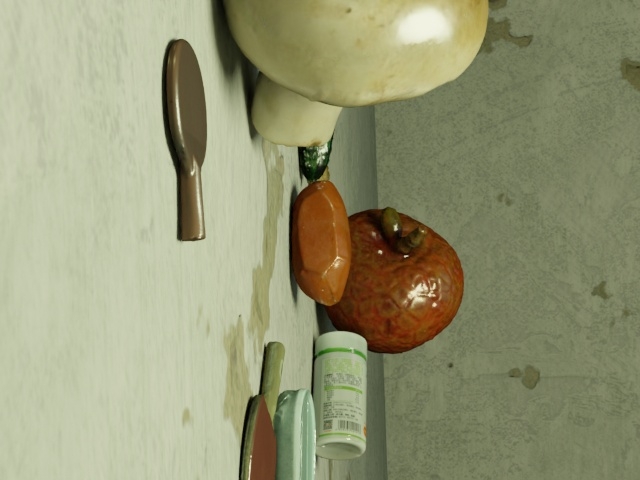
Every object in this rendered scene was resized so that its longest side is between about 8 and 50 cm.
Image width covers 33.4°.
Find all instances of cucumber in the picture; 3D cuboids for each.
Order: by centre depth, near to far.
[{"bbox_3d":[-0.006,-0.228,1.608,0.067,0.067,0.294,-19,107,-83],"label":"cucumber"}]

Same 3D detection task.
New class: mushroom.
[{"bbox_3d":[0.028,-0.230,1.152,0.290,0.292,0.293,106,-10,-50],"label":"mushroom"}]

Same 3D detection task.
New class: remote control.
[{"bbox_3d":[-0.032,0.299,1.266,0.104,0.052,0.247,67,22,-68],"label":"remote control"}]

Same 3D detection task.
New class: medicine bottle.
[{"bbox_3d":[0.030,0.240,1.654,0.086,0.086,0.183,77,13,-56],"label":"medicine bottle"}]

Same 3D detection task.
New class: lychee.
[{"bbox_3d":[0.111,0.065,1.759,0.300,0.255,0.255,87,5,-54],"label":"lychee"}]

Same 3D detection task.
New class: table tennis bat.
[{"bbox_3d":[-0.060,-0.087,0.883,0.107,0.119,0.170,40,46,-80],"label":"table tennis bat"},{"bbox_3d":[-0.064,0.217,1.181,0.138,0.022,0.246,82,11,-45],"label":"table tennis bat"}]

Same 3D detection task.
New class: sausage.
[{"bbox_3d":[0.000,0.000,1.496,0.089,0.089,0.179,71,13,-67],"label":"sausage"}]

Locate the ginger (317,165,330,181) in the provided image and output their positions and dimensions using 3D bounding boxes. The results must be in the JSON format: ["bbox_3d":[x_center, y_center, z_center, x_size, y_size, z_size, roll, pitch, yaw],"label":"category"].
[{"bbox_3d":[-0.005,-0.154,1.684,0.057,0.044,0.137,-127,-147,-70],"label":"ginger"}]
